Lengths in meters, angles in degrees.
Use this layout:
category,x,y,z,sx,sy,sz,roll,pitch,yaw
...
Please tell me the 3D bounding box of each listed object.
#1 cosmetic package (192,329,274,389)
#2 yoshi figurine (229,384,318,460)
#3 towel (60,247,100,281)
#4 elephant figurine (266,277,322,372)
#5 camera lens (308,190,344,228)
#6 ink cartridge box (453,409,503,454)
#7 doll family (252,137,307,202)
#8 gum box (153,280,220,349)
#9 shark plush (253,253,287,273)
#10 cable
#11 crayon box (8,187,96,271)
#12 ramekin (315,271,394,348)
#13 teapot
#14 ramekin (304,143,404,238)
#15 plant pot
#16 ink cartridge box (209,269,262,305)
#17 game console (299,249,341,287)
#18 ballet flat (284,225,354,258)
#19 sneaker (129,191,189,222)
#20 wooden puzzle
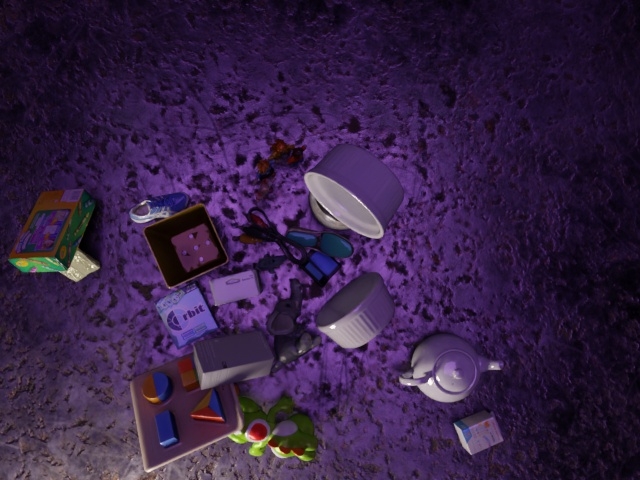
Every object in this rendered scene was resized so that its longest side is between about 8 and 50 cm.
category,x,y,z,sx,sy,sz,roll,pitch,yaw
cosmetic package,-0.282,0.383,1.684,0.237,0.107,0.127,-9,46,-26
yoshi figurine,-0.170,0.622,1.750,0.361,0.204,0.203,20,47,11
towel,-0.817,0.081,1.735,0.110,0.148,0.027,-33,59,-4
elephant figurine,-0.117,0.283,1.773,0.169,0.186,0.240,-42,76,37
camera lens,0.072,-0.148,1.733,0.219,0.274,0.220,0,87,-4
ink cartridge box,0.555,0.660,1.805,0.143,0.090,0.092,-22,88,-4
doll family,-0.164,-0.258,1.780,0.118,0.163,0.263,42,85,0
gum box,-0.459,0.256,1.792,0.156,0.041,0.185,-27,89,-4
shark plush,-0.180,0.069,1.774,0.067,0.161,0.073,-17,75,28
cable,-0.163,-0.021,1.792,0.287,0.072,0.140,21,95,8
crayon box,-0.861,-0.036,1.684,0.165,0.081,0.279,-2,55,12
ramekin,0.124,0.239,1.727,0.272,0.273,0.127,-40,100,-5
teapot,0.433,0.438,1.764,0.252,0.187,0.256,36,86,0
ramekin,0.101,-0.144,1.466,0.277,0.277,0.135,39,77,0
plant pot,-0.432,0.021,1.735,0.212,0.187,0.212,-24,88,-5
ink cartridge box,-0.276,0.153,1.726,0.152,0.208,0.087,-13,88,-4
game console,-0.002,0.086,1.818,0.122,0.107,0.071,44,113,0
ballet flat,0.000,0.000,1.812,0.248,0.086,0.086,15,86,6
sneaker,-0.554,-0.113,1.789,0.211,0.081,0.080,-22,86,-6
wooden puzzle,-0.447,0.519,1.681,0.347,0.081,0.322,-25,54,-3
